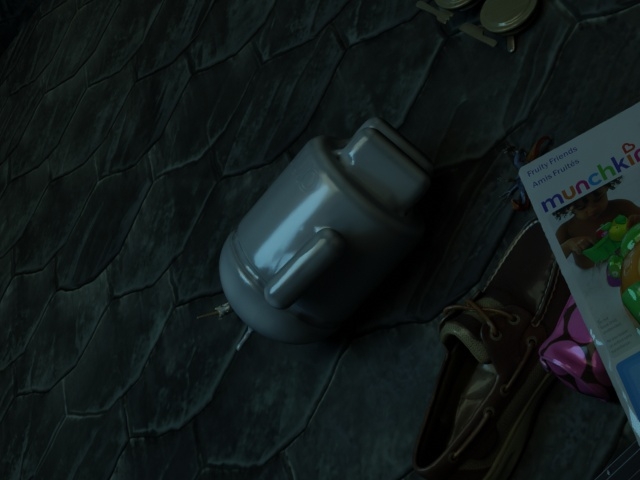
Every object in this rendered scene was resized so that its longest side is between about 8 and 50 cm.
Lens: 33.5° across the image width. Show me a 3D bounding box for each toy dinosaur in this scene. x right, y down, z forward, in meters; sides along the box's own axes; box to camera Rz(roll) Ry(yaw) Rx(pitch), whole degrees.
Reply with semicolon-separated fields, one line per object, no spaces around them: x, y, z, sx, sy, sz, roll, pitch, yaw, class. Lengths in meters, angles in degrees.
0.253;-0.079;1.320;0.090;0.047;0.082;-28;67;24;toy dinosaur

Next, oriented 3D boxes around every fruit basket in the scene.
0.374;-0.026;0.981;0.327;0.165;0.353;-29;54;18;fruit basket

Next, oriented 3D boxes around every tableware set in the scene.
0.236;-0.337;1.497;0.128;0.039;0.194;-48;44;1;tableware set

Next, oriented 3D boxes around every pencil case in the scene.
0.305;0.061;1.129;0.098;0.095;0.209;24;85;18;pencil case

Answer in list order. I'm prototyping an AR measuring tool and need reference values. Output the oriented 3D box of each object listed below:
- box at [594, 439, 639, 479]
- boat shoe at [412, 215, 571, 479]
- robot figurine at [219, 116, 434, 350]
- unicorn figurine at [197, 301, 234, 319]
0.313;0.310;0.955;0.183;0.056;0.231;-59;32;37;box
0.195;0.118;1.197;0.123;0.123;0.342;21;85;53;boat shoe
0.000;0.000;1.440;0.353;0.200;0.300;-49;1;18;robot figurine
-0.105;0.066;1.656;0.111;0.060;0.162;-12;44;47;unicorn figurine
